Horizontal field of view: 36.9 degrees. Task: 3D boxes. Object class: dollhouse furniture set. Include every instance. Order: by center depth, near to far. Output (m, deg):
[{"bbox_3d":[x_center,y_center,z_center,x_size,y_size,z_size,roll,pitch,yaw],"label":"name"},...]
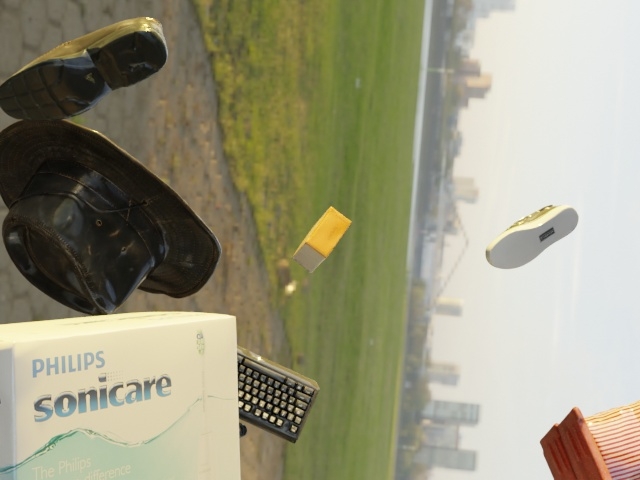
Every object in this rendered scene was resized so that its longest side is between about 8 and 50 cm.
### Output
[{"bbox_3d":[0.448,0.365,1.169,0.152,0.201,0.374,102,-32,-65],"label":"dollhouse furniture set"}]

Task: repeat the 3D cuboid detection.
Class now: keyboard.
[{"bbox_3d":[-0.102,0.184,1.151,0.023,0.180,0.108,109,5,-76],"label":"keyboard"}]

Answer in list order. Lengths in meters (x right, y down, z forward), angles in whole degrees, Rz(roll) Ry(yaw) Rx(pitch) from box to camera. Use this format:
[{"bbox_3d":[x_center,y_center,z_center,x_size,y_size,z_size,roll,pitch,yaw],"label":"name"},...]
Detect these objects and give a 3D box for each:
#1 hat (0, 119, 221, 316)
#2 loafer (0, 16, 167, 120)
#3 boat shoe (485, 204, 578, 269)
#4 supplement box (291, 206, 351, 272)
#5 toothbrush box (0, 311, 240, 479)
[{"bbox_3d":[-0.296,0.006,1.207,0.331,0.331,0.134,87,20,-52],"label":"hat"},{"bbox_3d":[-0.222,-0.162,0.905,0.061,0.170,0.062,-100,171,-55],"label":"loafer"},{"bbox_3d":[0.256,-0.005,1.187,0.040,0.142,0.049,22,-48,59],"label":"boat shoe"},{"bbox_3d":[0.000,0.000,1.285,0.062,0.036,0.098,-55,-178,-19],"label":"supplement box"},{"bbox_3d":[-0.160,0.200,0.638,0.216,0.126,0.296,-2,90,-59],"label":"toothbrush box"}]
